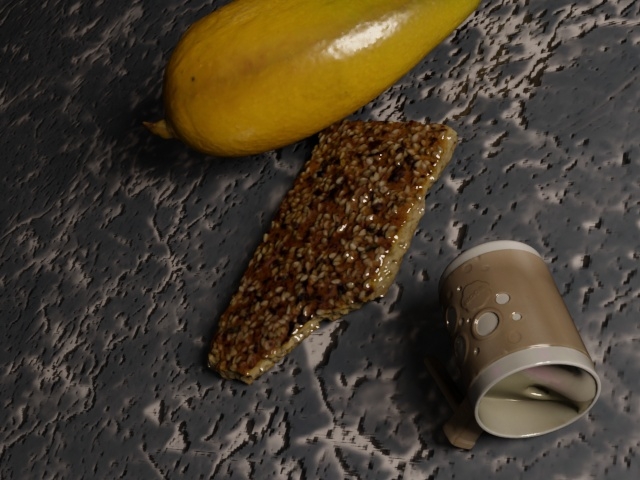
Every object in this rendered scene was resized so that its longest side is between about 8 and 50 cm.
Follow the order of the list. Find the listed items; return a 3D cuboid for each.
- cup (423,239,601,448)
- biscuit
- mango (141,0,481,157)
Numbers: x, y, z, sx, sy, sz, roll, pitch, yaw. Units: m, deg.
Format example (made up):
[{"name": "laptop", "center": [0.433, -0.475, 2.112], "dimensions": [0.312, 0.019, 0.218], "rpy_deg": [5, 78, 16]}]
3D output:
[{"name": "cup", "center": [0.111, 0.065, 0.561], "dimensions": [0.074, 0.102, 0.099], "rpy_deg": [-1, 45, -10]}, {"name": "biscuit", "center": [0.006, 0.005, 0.709], "dimensions": [0.131, 0.026, 0.237], "rpy_deg": [8, 62, 43]}, {"name": "mango", "center": [-0.005, -0.161, 0.779], "dimensions": [0.316, 0.119, 0.176], "rpy_deg": [-23, 25, 7]}]
